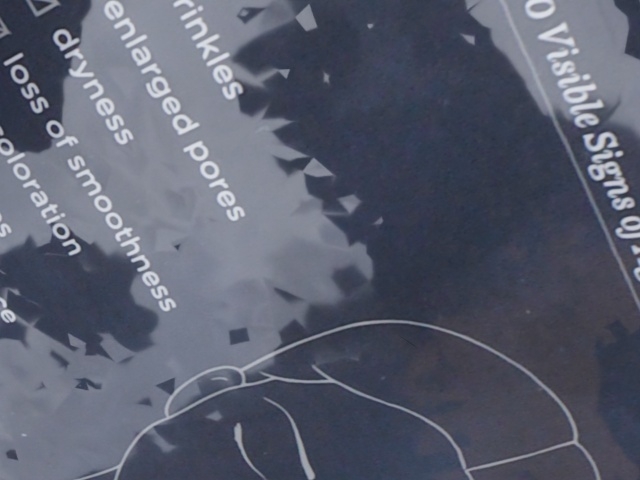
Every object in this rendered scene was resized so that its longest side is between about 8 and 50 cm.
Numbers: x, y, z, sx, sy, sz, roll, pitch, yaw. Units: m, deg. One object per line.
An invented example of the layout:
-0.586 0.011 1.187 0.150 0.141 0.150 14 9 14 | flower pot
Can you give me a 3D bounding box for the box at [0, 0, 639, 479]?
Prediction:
0.000 0.000 0.591 0.471 0.297 0.480 -20 110 25 | box
